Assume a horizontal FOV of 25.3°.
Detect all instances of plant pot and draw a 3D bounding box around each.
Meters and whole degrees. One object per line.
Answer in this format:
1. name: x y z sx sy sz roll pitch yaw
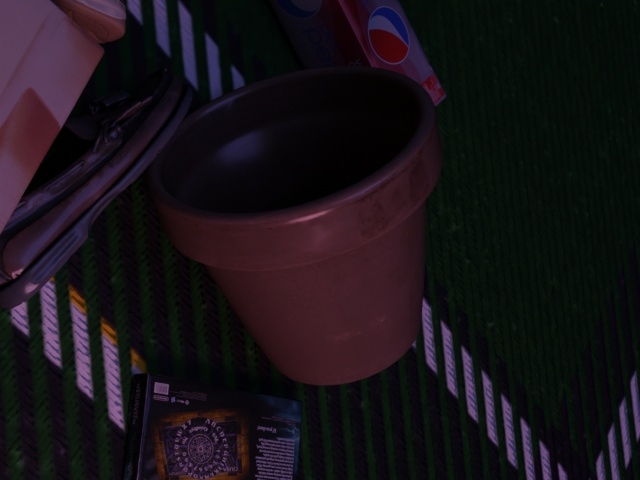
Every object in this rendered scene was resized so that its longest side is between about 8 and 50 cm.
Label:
1. plant pot: 0.000 0.000 1.293 0.263 0.263 0.229 -45 131 -38

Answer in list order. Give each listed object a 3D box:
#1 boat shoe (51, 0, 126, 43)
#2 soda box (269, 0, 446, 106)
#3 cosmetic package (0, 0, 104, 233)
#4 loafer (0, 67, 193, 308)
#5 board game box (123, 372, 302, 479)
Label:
1. boat shoe: -0.271 -0.251 1.162 0.285 0.103 0.092 24 62 -43
2. soda box: 0.018 -0.230 1.431 0.083 0.092 0.263 -43 111 -41
3. cosmetic package: -0.303 -0.055 1.061 0.129 0.153 0.296 42 58 -30
4. loafer: -0.205 -0.064 1.198 0.084 0.096 0.267 47 56 -20
5. board game box: -0.096 0.196 1.301 0.186 0.026 0.126 16 73 -41
